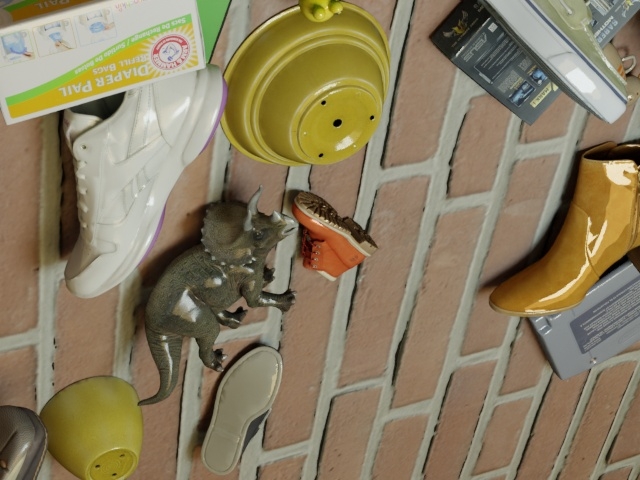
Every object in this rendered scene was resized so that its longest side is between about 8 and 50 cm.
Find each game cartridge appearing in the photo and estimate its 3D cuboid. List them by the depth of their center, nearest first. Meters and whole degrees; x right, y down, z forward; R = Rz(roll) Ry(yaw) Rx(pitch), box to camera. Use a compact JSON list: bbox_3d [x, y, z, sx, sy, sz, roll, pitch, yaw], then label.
[{"bbox_3d":[0.463,0.087,1.964,0.294,0.060,0.196,-34,134,-2],"label":"game cartridge"}]

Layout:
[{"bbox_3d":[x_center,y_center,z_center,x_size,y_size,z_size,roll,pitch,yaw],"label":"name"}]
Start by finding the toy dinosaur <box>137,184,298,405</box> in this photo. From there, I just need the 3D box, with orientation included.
[{"bbox_3d":[-0.138,0.061,1.540,0.313,0.121,0.160,-42,125,14],"label":"toy dinosaur"}]

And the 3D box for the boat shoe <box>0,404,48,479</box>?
[{"bbox_3d":[-0.414,0.329,1.587,0.130,0.132,0.355,1,135,-45],"label":"boat shoe"}]

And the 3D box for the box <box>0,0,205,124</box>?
[{"bbox_3d":[-0.225,-0.207,1.219,0.203,0.114,0.103,-19,134,-15],"label":"box"}]

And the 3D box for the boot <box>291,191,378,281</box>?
[{"bbox_3d":[0.000,0.000,1.593,0.085,0.059,0.158,-39,138,11],"label":"boot"}]

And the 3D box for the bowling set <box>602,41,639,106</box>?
[{"bbox_3d":[0.491,-0.228,1.595,0.287,0.200,0.154,-37,138,13],"label":"bowling set"}]

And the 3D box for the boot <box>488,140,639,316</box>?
[{"bbox_3d":[0.363,-0.024,1.785,0.295,0.104,0.211,-18,123,-10],"label":"boot"}]

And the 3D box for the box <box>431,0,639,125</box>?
[{"bbox_3d":[0.269,-0.270,1.519,0.232,0.059,0.183,-48,134,13],"label":"box"}]

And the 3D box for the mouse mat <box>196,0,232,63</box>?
[{"bbox_3d":[-0.155,-0.260,1.302,0.153,0.007,0.189,2,125,-33],"label":"mouse mat"}]

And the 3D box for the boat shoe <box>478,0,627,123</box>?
[{"bbox_3d":[0.243,-0.257,1.393,0.094,0.109,0.302,-43,101,6],"label":"boat shoe"}]

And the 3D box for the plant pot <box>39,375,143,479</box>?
[{"bbox_3d":[-0.277,0.252,1.609,0.134,0.095,0.134,-18,134,-19],"label":"plant pot"}]

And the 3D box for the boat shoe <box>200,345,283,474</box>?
[{"bbox_3d":[-0.103,0.221,1.734,0.206,0.075,0.065,-65,173,21],"label":"boat shoe"}]

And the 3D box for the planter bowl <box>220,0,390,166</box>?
[{"bbox_3d":[0.002,-0.152,1.434,0.217,0.090,0.217,-18,135,-19],"label":"planter bowl"}]

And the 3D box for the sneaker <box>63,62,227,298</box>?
[{"bbox_3d":[-0.223,-0.078,1.366,0.152,0.114,0.305,20,113,-24],"label":"sneaker"}]

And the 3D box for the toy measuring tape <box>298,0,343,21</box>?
[{"bbox_3d":[-0.012,-0.345,1.238,0.121,0.121,0.330,-22,136,-14],"label":"toy measuring tape"}]
